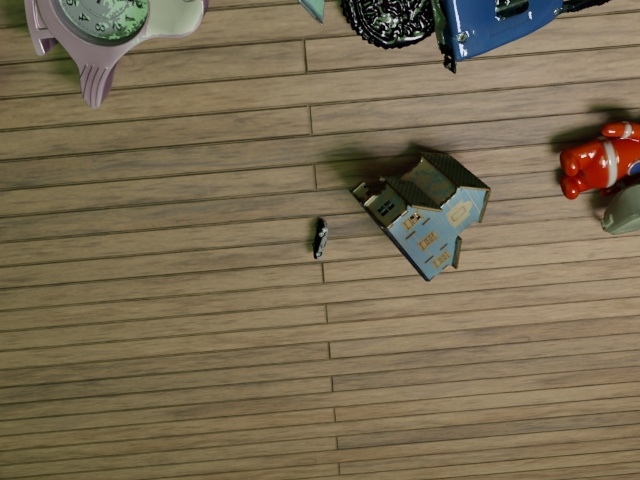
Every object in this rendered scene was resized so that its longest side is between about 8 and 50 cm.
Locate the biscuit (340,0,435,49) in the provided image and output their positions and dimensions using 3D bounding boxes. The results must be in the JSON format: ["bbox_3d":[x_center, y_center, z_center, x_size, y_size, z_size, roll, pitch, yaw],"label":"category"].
[{"bbox_3d":[0.126,-0.414,1.026,0.194,0.053,0.195,-2,125,-3],"label":"biscuit"}]

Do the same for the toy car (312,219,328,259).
[{"bbox_3d":[0.000,0.000,1.320,0.025,0.041,0.093,0,126,-13],"label":"toy car"}]

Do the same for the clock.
[{"bbox_3d":[-0.339,-0.358,1.020,0.275,0.080,0.290,13,124,-13],"label":"clock"}]

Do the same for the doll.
[{"bbox_3d":[0.641,-0.171,1.199,0.336,0.106,0.200,-17,139,9],"label":"doll"}]

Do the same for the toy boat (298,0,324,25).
[{"bbox_3d":[-0.024,-0.422,1.030,0.096,0.034,0.122,-39,128,22],"label":"toy boat"}]

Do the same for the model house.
[{"bbox_3d":[0.208,-0.074,1.201,0.206,0.178,0.271,-41,135,5],"label":"model house"}]

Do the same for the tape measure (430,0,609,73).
[{"bbox_3d":[0.341,-0.428,0.979,0.351,0.098,0.215,-24,126,-4],"label":"tape measure"}]

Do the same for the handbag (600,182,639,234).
[{"bbox_3d":[0.702,-0.068,1.255,0.255,0.079,0.219,-10,164,0],"label":"handbag"}]
